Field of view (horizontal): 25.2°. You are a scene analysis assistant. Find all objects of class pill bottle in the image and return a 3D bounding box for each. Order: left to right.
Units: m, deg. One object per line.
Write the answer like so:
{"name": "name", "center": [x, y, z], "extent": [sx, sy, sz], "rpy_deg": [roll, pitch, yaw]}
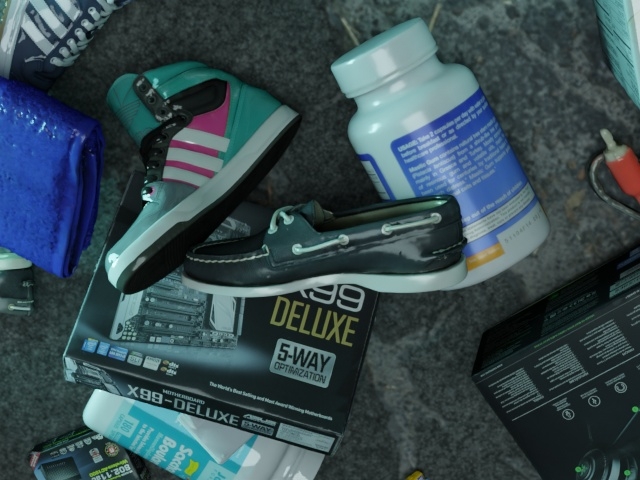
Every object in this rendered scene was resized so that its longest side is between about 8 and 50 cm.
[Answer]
{"name": "pill bottle", "center": [-0.127, 0.208, 1.642], "extent": [0.264, 0.146, 0.146], "rpy_deg": [29, 105, -3]}
{"name": "pill bottle", "center": [0.124, -0.096, 1.540], "extent": [0.152, 0.152, 0.272], "rpy_deg": [-26, 102, 10]}

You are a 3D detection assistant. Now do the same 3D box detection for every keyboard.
{"name": "keyboard", "center": [-0.045, 0.142, 1.605], "extent": [0.256, 0.014, 0.072], "rpy_deg": [-41, 91, -24]}

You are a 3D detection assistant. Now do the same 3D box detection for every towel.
{"name": "towel", "center": [-0.377, -0.111, 1.550], "extent": [0.308, 0.076, 0.227], "rpy_deg": [27, 133, 9]}

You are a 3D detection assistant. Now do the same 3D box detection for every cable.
{"name": "cable", "center": [0.391, -0.016, 1.583], "extent": [0.140, 0.072, 0.287], "rpy_deg": [-22, 103, 15]}

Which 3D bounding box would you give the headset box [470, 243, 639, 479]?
{"name": "headset box", "center": [0.350, 0.181, 1.588], "extent": [0.246, 0.131, 0.283], "rpy_deg": [-33, 100, 22]}

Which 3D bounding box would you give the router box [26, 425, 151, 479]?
{"name": "router box", "center": [-0.280, 0.274, 1.727], "extent": [0.123, 0.038, 0.092], "rpy_deg": [-23, 103, 10]}

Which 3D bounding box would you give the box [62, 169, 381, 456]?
{"name": "box", "center": [-0.097, 0.077, 1.569], "extent": [0.308, 0.076, 0.242], "rpy_deg": [17, 61, 0]}

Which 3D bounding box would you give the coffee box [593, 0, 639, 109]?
{"name": "coffee box", "center": [0.427, -0.328, 1.357], "extent": [0.338, 0.338, 0.334], "rpy_deg": [-11, 104, 7]}

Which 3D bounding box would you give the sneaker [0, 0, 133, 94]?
{"name": "sneaker", "center": [-0.258, -0.241, 1.555], "extent": [0.153, 0.099, 0.282], "rpy_deg": [16, 103, 2]}

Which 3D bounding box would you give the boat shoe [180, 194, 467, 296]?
{"name": "boat shoe", "center": [0.000, 0.000, 1.480], "extent": [0.303, 0.114, 0.091], "rpy_deg": [-4, 109, 6]}

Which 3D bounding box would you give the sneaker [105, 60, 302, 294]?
{"name": "sneaker", "center": [-0.172, -0.090, 1.530], "extent": [0.178, 0.295, 0.123], "rpy_deg": [37, 147, 8]}

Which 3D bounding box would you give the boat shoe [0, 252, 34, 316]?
{"name": "boat shoe", "center": [-0.447, 0.063, 1.658], "extent": [0.233, 0.084, 0.079], "rpy_deg": [-5, 101, 3]}

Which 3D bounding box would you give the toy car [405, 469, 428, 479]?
{"name": "toy car", "center": [0.150, 0.326, 1.704], "extent": [0.040, 0.060, 0.122], "rpy_deg": [-38, 109, -19]}
